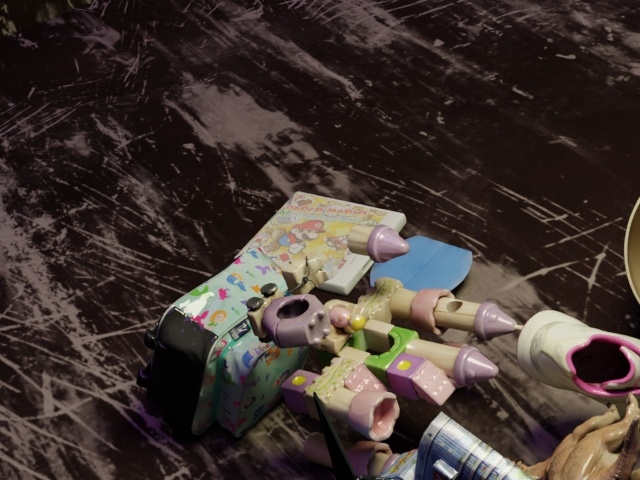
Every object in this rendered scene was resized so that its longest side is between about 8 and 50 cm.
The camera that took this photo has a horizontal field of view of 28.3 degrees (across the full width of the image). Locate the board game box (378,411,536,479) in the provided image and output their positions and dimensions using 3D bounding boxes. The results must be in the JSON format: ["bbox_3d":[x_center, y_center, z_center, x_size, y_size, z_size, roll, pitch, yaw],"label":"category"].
[{"bbox_3d":[0.159,0.304,1.533,0.194,0.194,0.060,33,56,26],"label":"board game box"}]

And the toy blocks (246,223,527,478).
[{"bbox_3d":[0.115,0.150,1.690,0.260,0.309,0.288,11,43,39],"label":"toy blocks"}]

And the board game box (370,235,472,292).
[{"bbox_3d":[0.163,0.056,2.037,0.169,0.033,0.133,18,51,42],"label":"board game box"}]

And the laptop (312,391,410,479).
[{"bbox_3d":[0.115,0.321,1.528,0.264,0.234,0.136,2,40,21],"label":"laptop"}]

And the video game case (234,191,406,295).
[{"bbox_3d":[0.000,0.000,2.165,0.227,0.026,0.206,13,43,31],"label":"video game case"}]

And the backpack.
[{"bbox_3d":[-0.118,0.142,1.855,0.191,0.225,0.253,29,45,14],"label":"backpack"}]

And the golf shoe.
[{"bbox_3d":[0.406,0.180,1.633,0.306,0.115,0.140,16,0,-14],"label":"golf shoe"}]

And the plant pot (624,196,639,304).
[{"bbox_3d":[0.574,0.009,1.811,0.284,0.284,0.191,-5,3,11],"label":"plant pot"}]

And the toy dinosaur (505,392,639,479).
[{"bbox_3d":[0.312,0.292,1.531,0.200,0.295,0.127,-28,82,-14],"label":"toy dinosaur"}]
